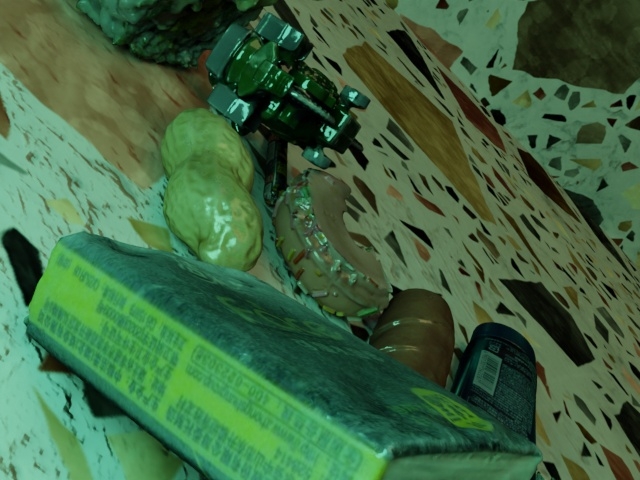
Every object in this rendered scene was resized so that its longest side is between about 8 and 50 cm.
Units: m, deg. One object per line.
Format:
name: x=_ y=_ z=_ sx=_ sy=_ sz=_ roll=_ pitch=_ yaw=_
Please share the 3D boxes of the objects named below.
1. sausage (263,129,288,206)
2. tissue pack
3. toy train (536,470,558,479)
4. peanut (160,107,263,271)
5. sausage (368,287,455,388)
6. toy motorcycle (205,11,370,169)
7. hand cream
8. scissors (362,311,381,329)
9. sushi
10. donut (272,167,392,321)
sausage: x=-0.048 y=-0.087 z=1.006 sx=0.025 sy=0.028 sz=0.198 roll=18 pitch=29 yaw=-12
tissue pack: x=-0.025 y=0.088 z=0.530 sx=0.257 sy=0.081 sz=0.185 roll=27 pitch=4 yaw=36
toy train: x=0.234 y=0.269 z=0.956 sx=0.092 sy=0.029 sz=0.045 roll=31 pitch=35 yaw=-43
peanut: x=-0.092 y=-0.042 z=0.770 sx=0.082 sy=0.082 sz=0.187 roll=34 pitch=25 yaw=-34
sausage: x=0.061 y=0.137 z=0.756 sx=0.088 sy=0.088 sz=0.433 roll=48 pitch=21 yaw=-4
toy motorcycle: x=-0.044 y=-0.155 z=0.922 sx=0.187 sy=0.125 sz=0.274 roll=34 pitch=4 yaw=8
hand cream: x=0.193 y=0.173 z=0.996 sx=0.120 sy=0.061 sz=0.270 roll=37 pitch=23 yaw=0
scissors: x=0.045 y=0.067 z=0.946 sx=0.113 sy=0.012 sz=0.039 roll=53 pitch=21 yaw=9
sushi: x=-0.141 y=-0.282 z=0.954 sx=0.139 sy=0.184 sz=0.274 roll=58 pitch=17 yaw=10
donut: x=0.000 y=0.000 z=0.888 sx=0.117 sy=0.065 sz=0.166 roll=22 pitch=38 yaw=-47
